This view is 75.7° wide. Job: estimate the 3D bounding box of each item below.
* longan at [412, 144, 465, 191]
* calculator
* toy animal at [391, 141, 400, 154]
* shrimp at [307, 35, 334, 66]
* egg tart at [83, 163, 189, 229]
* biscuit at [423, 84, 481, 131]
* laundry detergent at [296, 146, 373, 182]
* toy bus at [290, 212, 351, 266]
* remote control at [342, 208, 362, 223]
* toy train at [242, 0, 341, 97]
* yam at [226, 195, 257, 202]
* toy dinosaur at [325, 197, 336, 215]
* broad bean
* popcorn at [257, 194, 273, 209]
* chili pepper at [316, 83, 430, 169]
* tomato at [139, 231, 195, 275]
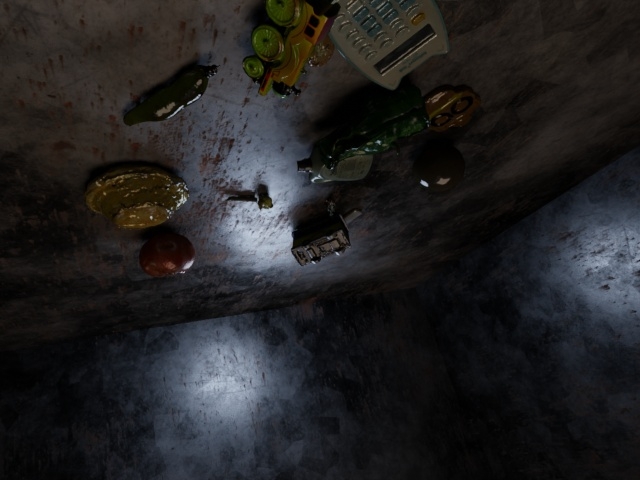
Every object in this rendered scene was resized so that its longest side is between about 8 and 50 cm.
[{"bbox_3d":[0.501,-0.303,1.732,0.220,0.196,0.196,-17,158,-7],"label":"longan"},{"bbox_3d":[0.173,-0.557,1.079,0.256,0.054,0.386,-29,154,29],"label":"calculator"},{"bbox_3d":[0.273,-0.363,1.471,0.075,0.217,0.041,-39,117,13],"label":"toy animal"},{"bbox_3d":[-0.021,-0.515,1.066,0.091,0.043,0.184,-32,161,18],"label":"shrimp"},{"bbox_3d":[-0.626,-0.131,1.430,0.342,0.132,0.341,-15,159,-6],"label":"egg tart"},{"bbox_3d":[0.471,-0.472,1.506,0.291,0.041,0.208,8,149,-45],"label":"biscuit"},{"bbox_3d":[0.044,-0.286,1.562,0.281,0.105,0.215,-13,160,-13],"label":"laundry detergent"},{"bbox_3d":[0.000,0.000,2.094,0.288,0.175,0.138,-22,126,14],"label":"toy bus"},{"bbox_3d":[0.107,-0.095,2.172,0.261,0.029,0.067,-35,150,34],"label":"remote control"},{"bbox_3d":[-0.078,-0.464,0.978,0.161,0.100,0.296,35,142,-6],"label":"toy train"},{"bbox_3d":[-0.322,-0.169,1.688,0.130,0.027,0.033,-1,-167,-37],"label":"yam"},{"bbox_3d":[0.050,-0.157,1.943,0.049,0.055,0.154,-18,156,-6],"label":"toy dinosaur"},{"bbox_3d":[-0.393,-0.378,1.096,0.339,0.061,0.077,-25,149,19],"label":"broad bean"},{"bbox_3d":[-0.229,-0.158,1.740,0.068,0.059,0.083,-26,165,23],"label":"popcorn"},{"bbox_3d":[0.164,-0.373,1.343,0.385,0.167,0.213,-26,168,3],"label":"chili pepper"},{"bbox_3d":[-0.666,0.060,1.785,0.232,0.188,0.232,-10,173,-1],"label":"tomato"}]
